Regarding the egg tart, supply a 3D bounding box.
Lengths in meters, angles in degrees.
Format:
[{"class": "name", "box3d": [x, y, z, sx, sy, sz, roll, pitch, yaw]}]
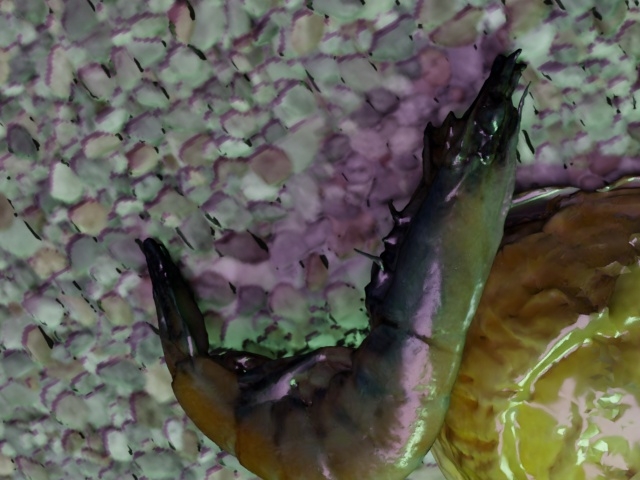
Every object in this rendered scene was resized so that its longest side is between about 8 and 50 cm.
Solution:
[{"class": "egg tart", "box3d": [0.160, 0.082, 0.857, 0.252, 0.098, 0.232, 28, 110, 2]}]

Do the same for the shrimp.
[{"class": "shrimp", "box3d": [0.000, 0.000, 0.860, 0.198, 0.051, 0.262, 23, 96, 21]}]
